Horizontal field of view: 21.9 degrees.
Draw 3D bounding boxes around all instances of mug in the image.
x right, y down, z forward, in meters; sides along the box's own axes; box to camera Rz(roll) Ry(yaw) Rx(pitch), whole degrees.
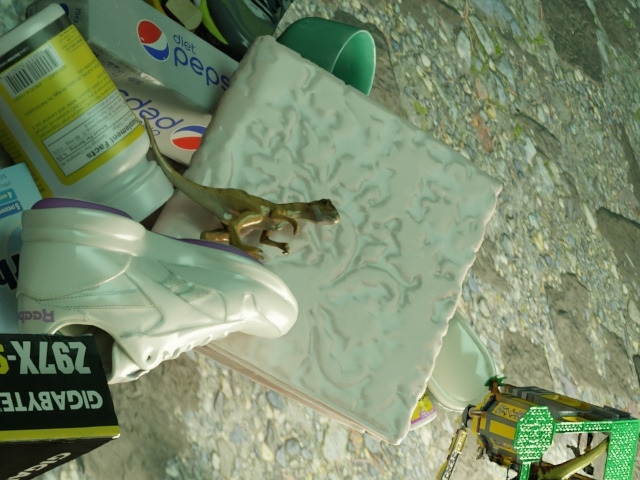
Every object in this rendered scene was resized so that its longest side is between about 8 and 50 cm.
[{"bbox_3d":[-0.012,-0.197,1.936,0.158,0.097,0.129,-8,115,-65],"label":"mug"}]

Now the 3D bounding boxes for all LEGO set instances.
[{"bbox_3d":[0.204,0.295,1.844,0.255,0.192,0.331,-8,104,-39],"label":"LEGO set"}]

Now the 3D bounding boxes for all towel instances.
[{"bbox_3d":[0.000,0.000,1.673,0.317,0.053,0.331,30,65,-12],"label":"towel"}]

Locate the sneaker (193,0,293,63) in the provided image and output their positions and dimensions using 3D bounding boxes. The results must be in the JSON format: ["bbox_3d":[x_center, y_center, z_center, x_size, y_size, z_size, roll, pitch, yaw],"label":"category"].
[{"bbox_3d":[-0.063,-0.315,1.951,0.111,0.121,0.300,45,35,-28],"label":"sneaker"}]

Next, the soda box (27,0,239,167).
[{"bbox_3d":[-0.169,-0.164,1.706,0.286,0.091,0.098,28,45,-44],"label":"soda box"}]

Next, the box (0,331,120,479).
[{"bbox_3d":[-0.326,0.145,1.007,0.257,0.322,0.079,9,59,-55],"label":"box"}]

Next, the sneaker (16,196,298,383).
[{"bbox_3d":[-0.151,0.064,1.480,0.305,0.114,0.152,18,75,-41],"label":"sneaker"}]

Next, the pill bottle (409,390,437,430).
[{"bbox_3d":[0.098,0.175,1.906,0.083,0.043,0.043,63,30,-1],"label":"pill bottle"}]

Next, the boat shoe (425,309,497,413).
[{"bbox_3d":[0.099,0.064,1.974,0.319,0.116,0.099,60,-13,7],"label":"boat shoe"}]

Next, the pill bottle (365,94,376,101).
[{"bbox_3d":[0.024,-0.005,1.812,0.161,0.161,0.283,14,56,-53],"label":"pill bottle"}]

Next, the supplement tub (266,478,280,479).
[{"bbox_3d":[-0.031,0.291,1.595,0.107,0.071,0.071,52,33,-21],"label":"supplement tub"}]

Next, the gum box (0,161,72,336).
[{"bbox_3d":[-0.278,0.035,1.440,0.184,0.041,0.157,63,30,0],"label":"gum box"}]

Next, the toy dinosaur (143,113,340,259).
[{"bbox_3d":[-0.089,-0.030,1.594,0.212,0.064,0.112,18,56,-17],"label":"toy dinosaur"}]

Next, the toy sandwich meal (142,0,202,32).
[{"bbox_3d":[-0.169,-0.263,1.841,0.085,0.029,0.085,36,40,-38],"label":"toy sandwich meal"}]

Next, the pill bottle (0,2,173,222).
[{"bbox_3d":[-0.235,-0.104,1.534,0.208,0.119,0.119,57,31,-13],"label":"pill bottle"}]
